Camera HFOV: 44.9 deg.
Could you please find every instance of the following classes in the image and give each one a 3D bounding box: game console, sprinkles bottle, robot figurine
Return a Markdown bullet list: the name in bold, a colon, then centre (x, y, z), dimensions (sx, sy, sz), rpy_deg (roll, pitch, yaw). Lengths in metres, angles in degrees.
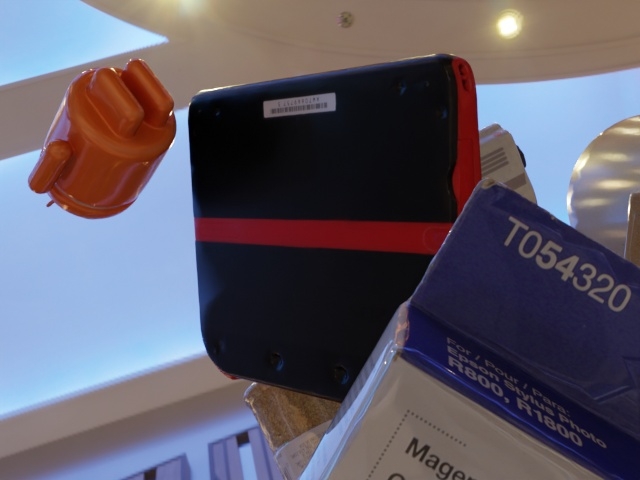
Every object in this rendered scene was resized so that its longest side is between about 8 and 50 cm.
- **game console**: centre (0.000, 0.000, 0.811), dimensions (0.060, 0.386, 0.342), rpy_deg (-7, -83, -47)
- **sprinkles bottle**: centre (0.034, 0.313, 0.922), dimensions (0.121, 0.121, 0.355), rpy_deg (-29, -112, -3)
- **robot figurine**: centre (-0.244, -0.108, 0.886), dimensions (0.128, 0.158, 0.219), rpy_deg (25, -42, -21)

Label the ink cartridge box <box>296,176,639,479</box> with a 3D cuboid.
- **ink cartridge box**: centre (0.131, 0.190, 0.352), dimensions (0.324, 0.071, 0.330), rpy_deg (30, -87, -1)

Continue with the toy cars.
- **toy cars**: centre (0.170, 0.068, 0.888), dimensions (0.176, 0.087, 0.394), rpy_deg (13, -75, -24)

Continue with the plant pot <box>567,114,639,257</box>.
- **plant pot**: centre (0.486, -0.055, 0.991), dimensions (0.256, 0.274, 0.257), rpy_deg (0, -89, 0)

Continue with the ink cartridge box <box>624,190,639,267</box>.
- **ink cartridge box**: centre (0.399, 0.009, 0.618), dimensions (0.193, 0.234, 0.088), rpy_deg (-3, -81, -38)
